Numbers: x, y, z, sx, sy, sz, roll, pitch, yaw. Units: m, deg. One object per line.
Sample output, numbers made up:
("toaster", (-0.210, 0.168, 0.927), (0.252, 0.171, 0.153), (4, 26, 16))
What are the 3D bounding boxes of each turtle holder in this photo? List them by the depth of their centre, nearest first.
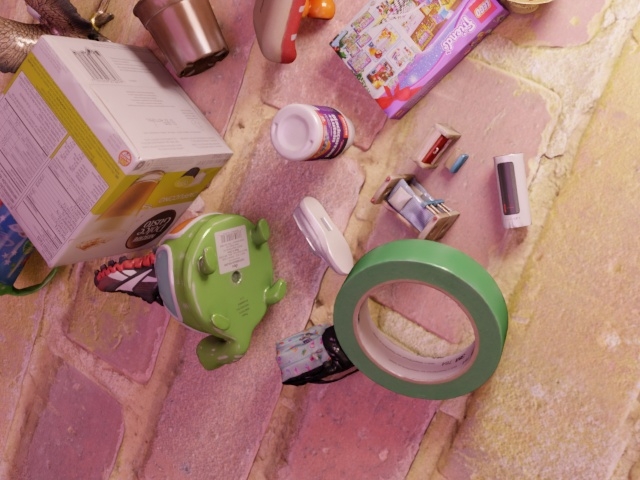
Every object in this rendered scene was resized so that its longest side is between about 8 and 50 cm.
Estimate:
("turtle holder", (-0.219, 0.094, 1.762), (0.227, 0.243, 0.320), (4, 134, 40))

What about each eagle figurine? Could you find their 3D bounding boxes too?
("eagle figurine", (-0.603, -0.475, 1.831), (0.225, 0.298, 0.226), (5, 98, 26))

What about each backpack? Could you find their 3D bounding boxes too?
("backpack", (-0.004, 0.232, 1.708), (0.182, 0.152, 0.115), (-25, 69, 30))

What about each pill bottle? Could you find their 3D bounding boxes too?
("pill bottle", (-0.007, -0.209, 1.619), (0.108, 0.193, 0.108), (3, 98, 26))

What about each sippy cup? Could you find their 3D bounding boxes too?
("sippy cup", (-0.776, -0.024, 2.002), (0.224, 0.305, 0.240), (-47, 55, -4))

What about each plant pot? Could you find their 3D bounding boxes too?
("plant pot", (-0.285, -0.444, 1.759), (0.167, 0.167, 0.165), (-26, 91, 27))

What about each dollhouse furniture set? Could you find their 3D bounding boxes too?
("dollhouse furniture set", (0.211, -0.108, 1.556), (0.129, 0.129, 0.183), (42, 112, 17))

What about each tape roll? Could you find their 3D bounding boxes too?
("tape roll", (0.185, 0.153, 1.557), (0.321, 0.077, 0.321), (10, 123, 16))

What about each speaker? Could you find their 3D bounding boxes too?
("speaker", (0.353, -0.090, 1.528), (0.055, 0.055, 0.136), (-6, 93, 27))

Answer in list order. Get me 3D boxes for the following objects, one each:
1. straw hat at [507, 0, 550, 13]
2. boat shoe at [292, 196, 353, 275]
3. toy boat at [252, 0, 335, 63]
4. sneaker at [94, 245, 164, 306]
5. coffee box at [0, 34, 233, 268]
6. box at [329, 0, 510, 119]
("straw hat", (0.360, -0.437, 1.480), (0.144, 0.144, 0.061), (24, 148, 23))
("boat shoe", (0.000, 0.000, 1.714), (0.063, 0.066, 0.184), (-41, 79, 39))
("toy boat", (-0.043, -0.460, 1.647), (0.151, 0.151, 0.231), (-109, 29, -43))
("sneaker", (-0.405, 0.094, 1.906), (0.276, 0.098, 0.135), (-16, 86, 26))
("coffee box", (-0.464, -0.187, 1.771), (0.334, 0.338, 0.338), (-46, 76, 24))
("box", (0.182, -0.401, 1.579), (0.293, 0.057, 0.201), (-42, 76, 24))
